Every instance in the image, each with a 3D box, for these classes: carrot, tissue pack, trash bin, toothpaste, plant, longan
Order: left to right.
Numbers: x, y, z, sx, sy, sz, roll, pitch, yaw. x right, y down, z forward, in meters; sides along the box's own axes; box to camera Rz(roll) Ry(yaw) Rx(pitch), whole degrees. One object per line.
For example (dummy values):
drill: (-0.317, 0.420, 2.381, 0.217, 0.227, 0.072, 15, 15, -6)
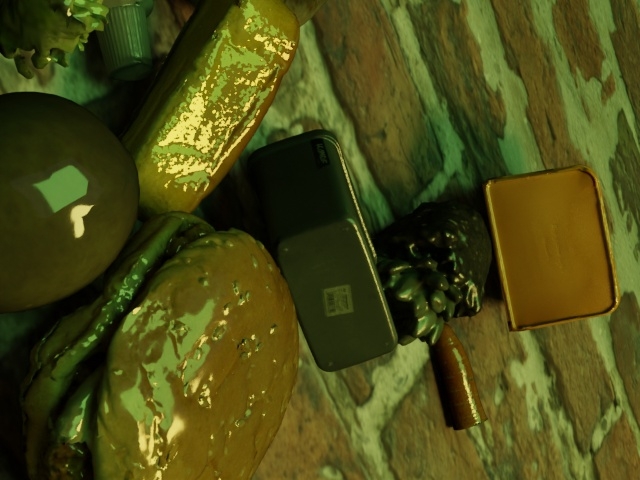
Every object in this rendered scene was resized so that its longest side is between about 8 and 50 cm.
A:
longan: (-0.229, -0.032, 0.892, 0.189, 0.189, 0.189, 15, 70, -50)
toothpaste: (-0.200, -0.285, 1.082, 0.099, 0.069, 0.282, 31, 47, -77)
trash bin: (0.000, 0.000, 1.152, 0.236, 0.101, 0.176, -105, 177, -63)
plant: (0.124, 0.036, 1.365, 0.129, 0.132, 0.194, 63, 36, -17)
carrot: (0.172, 0.169, 1.466, 0.048, 0.048, 0.139, -23, 99, -52)
tissue pack: (0.306, -0.002, 1.524, 0.274, 0.145, 0.194, -20, 97, -77)

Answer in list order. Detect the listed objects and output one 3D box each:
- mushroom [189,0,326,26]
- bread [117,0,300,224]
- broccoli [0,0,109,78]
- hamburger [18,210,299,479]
mushroom: (-0.060, -0.318, 1.169, 0.226, 0.178, 0.226, 19, 68, -60)
bread: (-0.111, -0.126, 1.070, 0.094, 0.102, 0.245, 35, 82, -35)
broccoli: (-0.280, -0.247, 0.848, 0.293, 0.348, 0.280, 14, 104, -11)
hamburger: (-0.121, 0.127, 0.973, 0.283, 0.145, 0.259, -55, 152, -29)
